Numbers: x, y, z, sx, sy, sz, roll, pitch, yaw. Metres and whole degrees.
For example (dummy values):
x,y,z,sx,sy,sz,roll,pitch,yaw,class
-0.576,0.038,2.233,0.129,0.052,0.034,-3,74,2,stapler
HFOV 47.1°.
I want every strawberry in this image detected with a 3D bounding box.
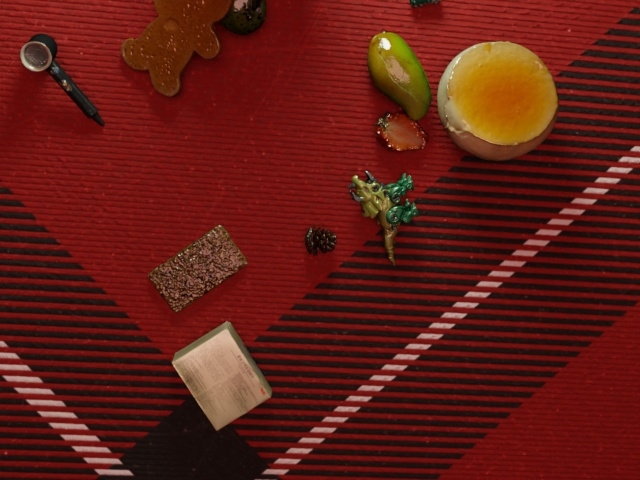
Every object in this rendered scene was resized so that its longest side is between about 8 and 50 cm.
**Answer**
x,y,z,sx,sy,sz,roll,pitch,yaw,class
0.201,-0.270,1.859,0.152,0.048,0.104,24,86,-23,strawberry

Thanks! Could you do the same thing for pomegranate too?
x,y,z,sx,sy,sz,roll,pitch,yaw,class
-0.197,-0.567,1.768,0.122,0.122,0.161,-33,60,-1,pomegranate

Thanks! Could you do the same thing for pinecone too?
x,y,z,sx,sy,sz,roll,pitch,yaw,class
0.000,0.000,1.850,0.083,0.077,0.077,-7,96,-9,pinecone

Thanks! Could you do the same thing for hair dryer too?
x,y,z,sx,sy,sz,roll,pitch,yaw,class
-0.608,-0.378,1.761,0.070,0.128,0.255,-34,119,5,hair dryer

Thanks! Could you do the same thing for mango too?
x,y,z,sx,sy,sz,roll,pitch,yaw,class
0.193,-0.402,1.811,0.125,0.111,0.233,-27,99,3,mango

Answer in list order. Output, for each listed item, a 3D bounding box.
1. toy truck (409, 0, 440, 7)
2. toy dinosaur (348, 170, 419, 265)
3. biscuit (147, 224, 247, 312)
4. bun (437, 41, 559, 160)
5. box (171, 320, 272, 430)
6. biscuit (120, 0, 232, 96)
x,y,z,sx,sy,sz,roll,pitch,yaw,class
0.261,-0.607,1.831,0.083,0.044,0.039,-9,99,-4,toy truck
0.178,-0.065,1.857,0.153,0.094,0.259,-23,105,-3,toy dinosaur
-0.309,0.073,1.853,0.231,0.025,0.131,-36,98,-1,biscuit
0.425,-0.332,1.814,0.299,0.165,0.299,1,78,-3,bun
-0.246,0.338,1.850,0.168,0.095,0.212,-31,98,0,box
-0.320,-0.497,1.738,0.205,0.049,0.324,43,114,2,biscuit
